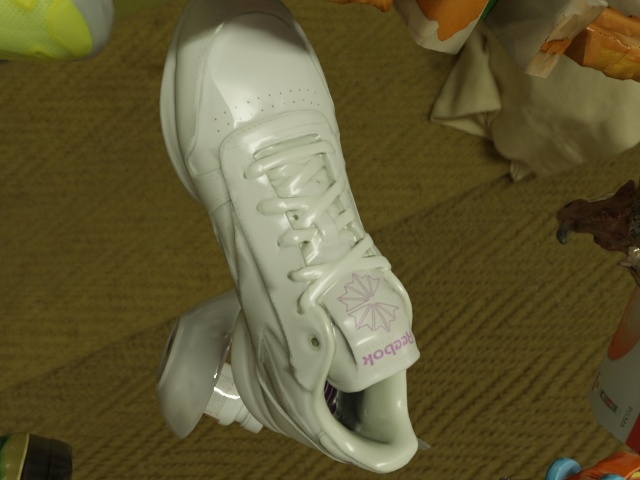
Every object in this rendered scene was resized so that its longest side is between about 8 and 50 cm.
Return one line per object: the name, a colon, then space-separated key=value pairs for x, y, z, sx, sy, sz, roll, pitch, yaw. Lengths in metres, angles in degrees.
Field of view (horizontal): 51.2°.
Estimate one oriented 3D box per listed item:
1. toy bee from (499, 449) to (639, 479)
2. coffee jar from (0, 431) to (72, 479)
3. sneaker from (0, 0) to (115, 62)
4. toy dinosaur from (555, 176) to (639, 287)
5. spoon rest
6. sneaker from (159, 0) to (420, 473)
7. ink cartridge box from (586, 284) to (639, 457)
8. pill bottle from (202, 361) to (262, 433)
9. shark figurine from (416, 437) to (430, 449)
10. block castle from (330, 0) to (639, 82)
toy bee: x=0.350 y=0.387 z=0.923 sx=0.298 sy=0.195 sz=0.162 roll=3 pitch=91 yaw=-14
coffee jar: x=-0.266 y=0.170 z=0.444 sx=0.184 sy=0.079 sz=0.096 roll=15 pitch=94 yaw=-21
sneaker: x=-0.328 y=-0.167 z=0.413 sx=0.384 sy=0.145 sz=0.147 roll=12 pitch=60 yaw=-11
toy dinosaur: x=0.294 y=-0.035 z=0.429 sx=0.200 sy=0.296 sz=0.127 roll=-13 pitch=72 yaw=-8
spoon rest: x=-0.100 y=0.064 z=0.675 sx=0.084 sy=0.137 sz=0.276 roll=19 pitch=56 yaw=-16
sneaker: x=0.000 y=0.000 z=0.400 sx=0.114 sy=0.305 sz=0.152 roll=-25 pitch=24 yaw=-29
ink cartridge box: x=0.313 y=0.128 z=0.648 sx=0.045 sy=0.179 sz=0.145 roll=22 pitch=103 yaw=14
pill bottle: x=-0.228 y=0.347 z=1.527 sx=0.229 sy=0.131 sz=0.131 roll=28 pitch=71 yaw=-8
shark figurine: x=0.104 y=0.355 z=1.446 sx=0.116 sy=0.166 sz=0.278 roll=-26 pitch=25 yaw=-34
block castle: x=0.119 y=-0.268 z=0.354 sx=0.453 sy=0.303 sz=0.213 roll=2 pitch=48 yaw=-31
